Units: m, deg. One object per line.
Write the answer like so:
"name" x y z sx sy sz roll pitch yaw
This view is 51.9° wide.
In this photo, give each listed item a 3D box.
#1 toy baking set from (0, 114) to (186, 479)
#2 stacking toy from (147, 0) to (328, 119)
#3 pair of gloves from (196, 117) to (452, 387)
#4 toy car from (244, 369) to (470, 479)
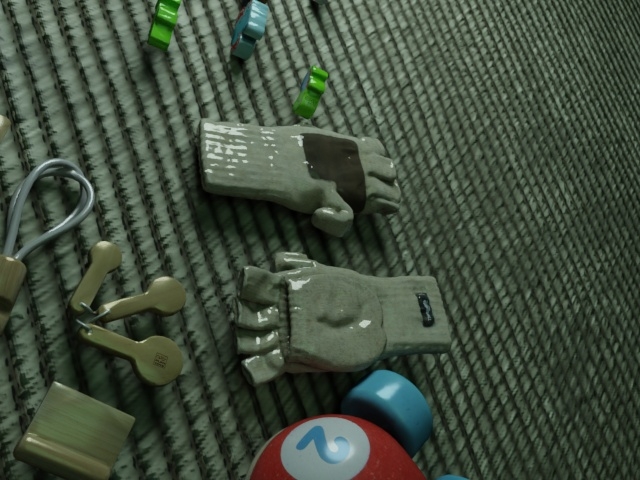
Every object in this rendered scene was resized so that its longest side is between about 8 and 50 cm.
"toy baking set" -0.200 0.040 0.432 0.256 0.030 0.197 52 47 -5
"stacking toy" -0.067 -0.233 0.639 0.167 0.052 0.221 20 61 -24
"pair of gloves" 0.000 0.000 0.578 0.204 0.042 0.240 -4 67 -33
"toy car" 0.073 0.197 0.412 0.219 0.238 0.210 -35 91 -40
